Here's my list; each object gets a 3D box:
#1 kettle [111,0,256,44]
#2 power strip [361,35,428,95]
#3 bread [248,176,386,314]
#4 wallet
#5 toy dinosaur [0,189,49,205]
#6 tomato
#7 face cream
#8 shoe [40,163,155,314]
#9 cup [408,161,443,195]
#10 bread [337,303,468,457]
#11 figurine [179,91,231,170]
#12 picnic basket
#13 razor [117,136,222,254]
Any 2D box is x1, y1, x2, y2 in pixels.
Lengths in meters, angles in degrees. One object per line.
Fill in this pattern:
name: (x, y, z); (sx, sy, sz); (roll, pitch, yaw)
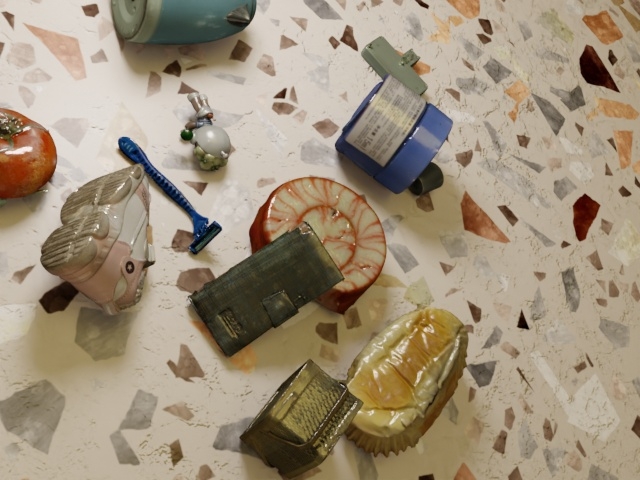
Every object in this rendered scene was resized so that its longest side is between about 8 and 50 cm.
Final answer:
kettle: (-0.338, -0.635, 1.767); (0.342, 0.247, 0.319); (-6, 44, -36)
power strip: (0.240, -0.525, 2.078); (0.215, 0.061, 0.145); (48, 57, 0)
bread: (-0.001, -0.004, 1.689); (0.328, 0.114, 0.295); (29, 59, -9)
wallet: (-0.119, 0.106, 1.541); (0.317, 0.044, 0.169); (-33, 87, -5)
toy dinosaur: (-0.680, -0.108, 1.452); (0.187, 0.044, 0.106); (-28, 66, -20)
tomato: (-0.670, -0.197, 1.441); (0.237, 0.095, 0.236); (12, 47, -14)
face cream: (0.187, -0.283, 1.829); (0.225, 0.249, 0.249); (37, 57, -7)
shoe: (-0.440, -0.005, 1.462); (0.351, 0.172, 0.198); (-75, 145, -48)
cup: (0.281, -0.176, 1.936); (0.077, 0.078, 0.100); (-27, 51, -28)
bread: (0.195, 0.326, 1.615); (0.389, 0.183, 0.236); (-38, 71, -27)
figurine: (-0.280, -0.262, 1.691); (0.147, 0.093, 0.197); (-1, 58, -50)
picnic basket: (-0.043, 0.368, 1.413); (0.139, 0.266, 0.165); (40, 59, 2)
razor: (-0.355, -0.118, 1.613); (0.324, 0.093, 0.056); (49, 16, 6)
